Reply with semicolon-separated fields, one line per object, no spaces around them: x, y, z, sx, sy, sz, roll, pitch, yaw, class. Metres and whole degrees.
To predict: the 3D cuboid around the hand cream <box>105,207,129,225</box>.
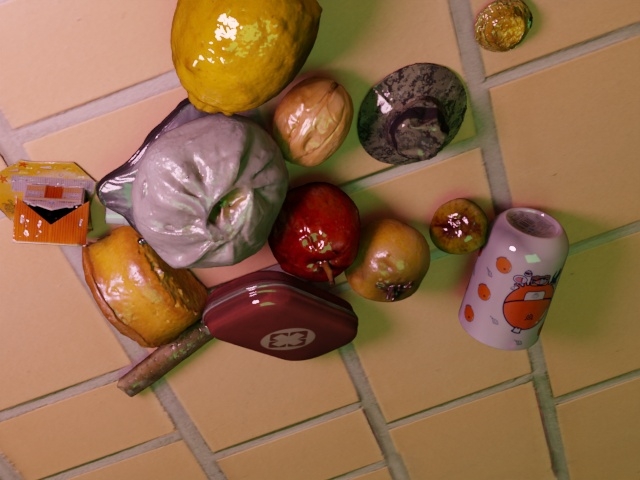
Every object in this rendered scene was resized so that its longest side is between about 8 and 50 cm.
-0.322;-0.058;1.957;0.332;0.058;0.085;1;114;-12;hand cream

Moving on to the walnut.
-0.019;-0.251;1.828;0.159;0.159;0.206;20;118;-24;walnut

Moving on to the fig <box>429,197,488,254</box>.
0.333;-0.030;2.075;0.121;0.135;0.153;-20;171;-45;fig

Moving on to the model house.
-0.602;-0.053;1.854;0.220;0.135;0.207;4;126;-14;model house

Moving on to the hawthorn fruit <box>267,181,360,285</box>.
0.000;0.000;1.946;0.210;0.266;0.230;7;127;-33;hawthorn fruit

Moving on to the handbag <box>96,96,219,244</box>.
-0.323;-0.147;1.855;0.332;0.075;0.191;-44;124;3;handbag

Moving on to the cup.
0.484;0.087;2.141;0.213;0.212;0.317;2;123;-13;cup

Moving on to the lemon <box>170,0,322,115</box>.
-0.153;-0.395;1.633;0.316;0.285;0.285;-15;131;31;lemon

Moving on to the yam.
-0.391;0.299;2.193;0.317;0.067;0.071;-36;112;12;yam

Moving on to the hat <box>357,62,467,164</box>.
0.213;-0.249;1.895;0.266;0.128;0.265;-4;126;-5;hat

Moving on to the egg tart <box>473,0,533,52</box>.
0.391;-0.456;1.829;0.131;0.052;0.130;-4;128;-6;egg tart

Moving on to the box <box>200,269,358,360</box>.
-0.089;0.191;2.075;0.263;0.108;0.404;-27;146;30;box

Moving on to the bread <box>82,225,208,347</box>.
-0.401;0.130;2.000;0.194;0.179;0.340;-32;126;10;bread

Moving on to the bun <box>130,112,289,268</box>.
-0.215;-0.084;1.776;0.355;0.194;0.354;-15;125;-22;bun

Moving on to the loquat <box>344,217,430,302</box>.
0.167;0.051;2.048;0.213;0.213;0.213;-6;126;-8;loquat
